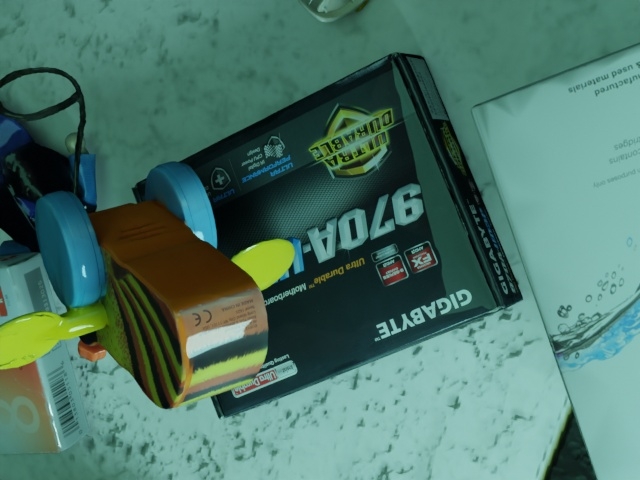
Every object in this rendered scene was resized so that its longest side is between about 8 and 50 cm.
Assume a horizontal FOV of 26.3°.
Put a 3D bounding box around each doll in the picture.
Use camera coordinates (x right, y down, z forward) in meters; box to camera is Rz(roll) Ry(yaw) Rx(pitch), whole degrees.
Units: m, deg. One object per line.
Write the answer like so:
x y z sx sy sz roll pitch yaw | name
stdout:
-0.220 -0.034 1.006 0.189 0.046 0.129 39 107 11 | doll

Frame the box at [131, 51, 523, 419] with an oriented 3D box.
0.000 0.000 0.905 0.220 0.051 0.175 -24 84 25 | box

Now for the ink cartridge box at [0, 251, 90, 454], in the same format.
-0.270 0.087 1.022 0.179 0.045 0.145 -7 104 26 | ink cartridge box

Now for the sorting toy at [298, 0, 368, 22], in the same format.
0.006 -0.195 0.894 0.075 0.045 0.083 40 109 24 | sorting toy

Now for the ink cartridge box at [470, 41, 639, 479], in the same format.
0.217 0.008 0.741 0.168 0.171 0.232 -20 87 25 | ink cartridge box

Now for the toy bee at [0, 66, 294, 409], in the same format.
-0.112 0.024 0.863 0.195 0.298 0.162 -5 124 -7 | toy bee
